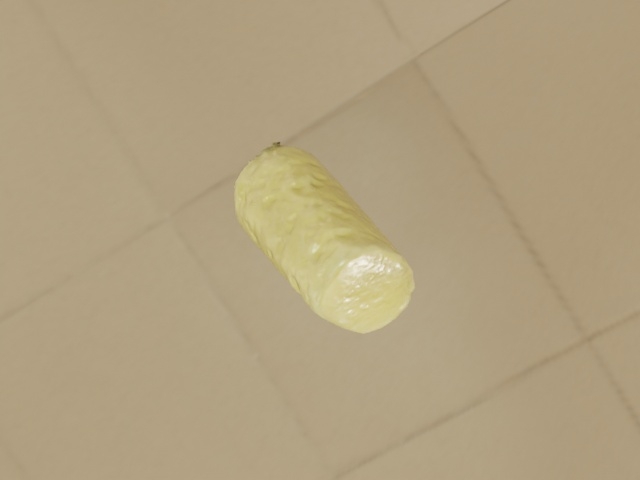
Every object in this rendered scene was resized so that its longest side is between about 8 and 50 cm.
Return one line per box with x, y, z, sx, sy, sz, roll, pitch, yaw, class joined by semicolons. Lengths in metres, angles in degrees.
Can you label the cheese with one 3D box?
0.000;0.000;1.603;0.094;0.123;0.167;-44;54;5;cheese
